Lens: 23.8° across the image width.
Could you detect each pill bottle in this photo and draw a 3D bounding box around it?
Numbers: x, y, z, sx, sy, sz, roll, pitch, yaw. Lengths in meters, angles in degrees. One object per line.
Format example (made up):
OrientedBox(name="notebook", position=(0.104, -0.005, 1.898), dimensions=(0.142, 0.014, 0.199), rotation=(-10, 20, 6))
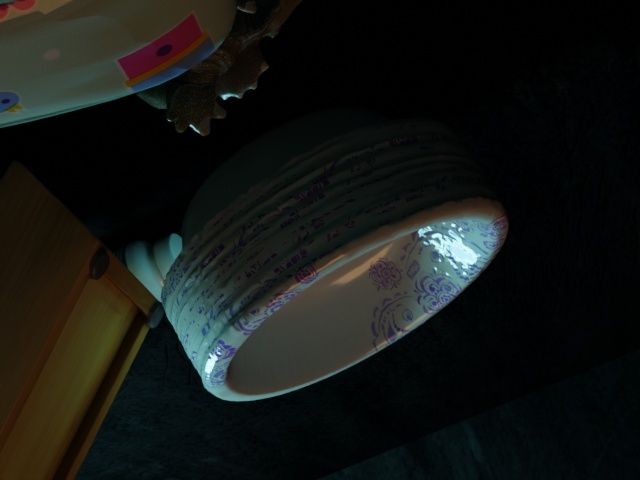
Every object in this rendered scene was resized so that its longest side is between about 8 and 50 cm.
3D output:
OrientedBox(name="pill bottle", position=(-0.172, 0.041, 1.353), dimensions=(0.120, 0.067, 0.067), rotation=(-26, 160, 15))

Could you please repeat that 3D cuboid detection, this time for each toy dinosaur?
OrientedBox(name="toy dinosaur", position=(-0.130, -0.128, 0.851), dimensions=(0.313, 0.121, 0.160), rotation=(5, -175, -25))

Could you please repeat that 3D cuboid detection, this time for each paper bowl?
OrientedBox(name="paper bowl", position=(0.000, 0.000, 1.256), dimensions=(0.284, 0.148, 0.284), rotation=(-28, 161, -10))

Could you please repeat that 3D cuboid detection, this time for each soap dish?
OrientedBox(name="soap dish", position=(-0.242, 0.111, 1.170), dimensions=(0.118, 0.291, 0.229), rotation=(22, 167, 15))

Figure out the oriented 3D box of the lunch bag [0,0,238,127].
OrientedBox(name="lunch bag", position=(-0.155, -0.161, 0.498), dimensions=(0.224, 0.279, 0.108), rotation=(-14, 156, -12))
